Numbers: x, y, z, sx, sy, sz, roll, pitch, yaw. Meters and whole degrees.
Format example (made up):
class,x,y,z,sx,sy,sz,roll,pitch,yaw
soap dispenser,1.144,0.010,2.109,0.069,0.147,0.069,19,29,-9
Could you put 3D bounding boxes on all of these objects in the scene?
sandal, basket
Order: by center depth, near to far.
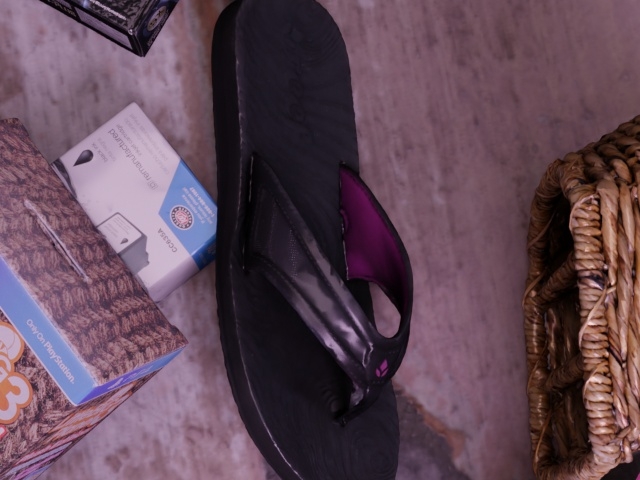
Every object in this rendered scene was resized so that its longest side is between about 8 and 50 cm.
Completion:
class,x,y,z,sx,sy,sz,roll,pitch,yaw
basket,0.218,0.043,1.227,0.223,0.299,0.213,-34,82,-5
sandal,-0.002,-0.001,1.296,0.167,0.107,0.446,0,77,-43

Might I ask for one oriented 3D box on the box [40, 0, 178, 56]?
class,x,y,z,sx,sy,sz,roll,pitch,yaw
box,-0.197,-0.271,1.390,0.180,0.077,0.147,30,82,5

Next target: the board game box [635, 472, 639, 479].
class,x,y,z,sx,sy,sz,roll,pitch,yaw
board game box,0.259,0.323,1.188,0.064,0.242,0.316,36,102,46

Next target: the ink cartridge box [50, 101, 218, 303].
class,x,y,z,sx,sy,sz,roll,pitch,yaw
ink cartridge box,-0.187,-0.001,1.346,0.191,0.082,0.139,-38,83,-7

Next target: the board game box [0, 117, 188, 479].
class,x,y,z,sx,sy,sz,roll,pitch,yaw
board game box,-0.296,0.088,1.243,0.291,0.141,0.232,-42,82,23
